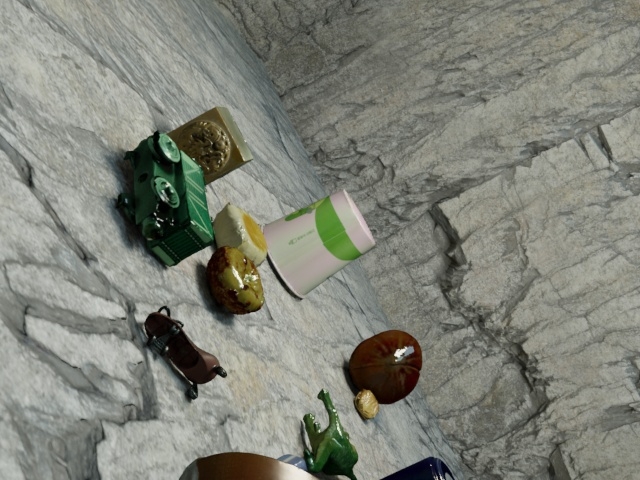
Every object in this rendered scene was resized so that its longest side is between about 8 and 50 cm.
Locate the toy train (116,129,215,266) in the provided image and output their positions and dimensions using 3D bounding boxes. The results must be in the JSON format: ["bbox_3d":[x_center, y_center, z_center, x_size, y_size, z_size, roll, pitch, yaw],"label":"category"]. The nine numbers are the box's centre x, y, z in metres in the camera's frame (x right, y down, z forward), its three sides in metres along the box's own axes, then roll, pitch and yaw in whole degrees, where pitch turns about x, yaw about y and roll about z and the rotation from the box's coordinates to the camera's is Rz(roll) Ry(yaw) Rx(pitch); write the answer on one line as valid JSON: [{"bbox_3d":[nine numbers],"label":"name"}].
[{"bbox_3d":[-0.276,-0.086,1.158,0.154,0.115,0.269,45,17,-41],"label":"toy train"}]

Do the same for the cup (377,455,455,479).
[{"bbox_3d":[0.154,0.549,1.161,0.255,0.256,0.178,61,10,-9],"label":"cup"}]

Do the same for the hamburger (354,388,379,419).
[{"bbox_3d":[0.134,0.470,1.844,0.076,0.044,0.083,-42,105,-43],"label":"hamburger"}]

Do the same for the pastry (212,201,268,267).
[{"bbox_3d":[-0.185,-0.003,1.464,0.166,0.088,0.166,57,10,-16],"label":"pastry"}]

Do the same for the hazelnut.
[{"bbox_3d":[0.202,0.369,1.920,0.230,0.229,0.229,58,10,-17],"label":"hazelnut"}]

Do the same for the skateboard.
[{"bbox_3d":[-0.211,0.162,0.983,0.151,0.067,0.080,54,3,-19],"label":"skateboard"}]

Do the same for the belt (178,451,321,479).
[{"bbox_3d":[-0.047,0.387,0.728,0.339,0.217,0.122,61,15,-25],"label":"belt"}]

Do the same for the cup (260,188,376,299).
[{"bbox_3d":[0.000,0.000,1.838,0.253,0.273,0.253,58,10,-17],"label":"cup"}]

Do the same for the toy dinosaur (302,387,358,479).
[{"bbox_3d":[0.040,0.448,1.256,0.447,0.087,0.301,62,-1,-31],"label":"toy dinosaur"}]

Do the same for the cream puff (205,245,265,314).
[{"bbox_3d":[-0.175,0.086,1.281,0.149,0.084,0.149,54,15,-22],"label":"cream puff"}]

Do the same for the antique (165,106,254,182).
[{"bbox_3d":[-0.260,-0.213,1.486,0.147,0.151,0.148,61,7,-8],"label":"antique"}]

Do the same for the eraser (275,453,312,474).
[{"bbox_3d":[-0.022,0.467,1.065,0.082,0.036,0.225,-7,67,-53],"label":"eraser"}]
